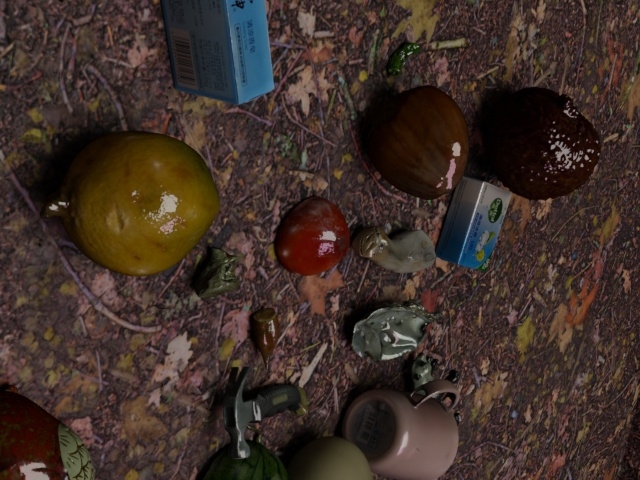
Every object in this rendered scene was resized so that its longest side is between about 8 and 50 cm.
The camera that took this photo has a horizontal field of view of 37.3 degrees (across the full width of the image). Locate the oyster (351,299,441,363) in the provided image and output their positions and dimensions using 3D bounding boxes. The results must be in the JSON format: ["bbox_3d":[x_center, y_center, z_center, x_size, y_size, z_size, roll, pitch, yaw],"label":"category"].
[{"bbox_3d":[0.162,0.178,2.008,0.252,0.087,0.199,-33,139,-28],"label":"oyster"}]

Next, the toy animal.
[{"bbox_3d":[0.254,0.356,2.197,0.121,0.094,0.225,-29,128,-28],"label":"toy animal"}]

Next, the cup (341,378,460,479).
[{"bbox_3d":[0.184,0.392,2.023,0.253,0.191,0.200,-48,141,15],"label":"cup"}]

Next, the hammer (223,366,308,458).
[{"bbox_3d":[-0.102,0.305,1.763,0.226,0.041,0.159,-2,88,-57],"label":"hammer"}]

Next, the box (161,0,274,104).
[{"bbox_3d":[-0.154,-0.325,1.373,0.083,0.142,0.232,-29,126,-40],"label":"box"}]

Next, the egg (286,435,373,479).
[{"bbox_3d":[0.009,0.511,1.886,0.186,0.186,0.242,29,76,-51],"label":"egg"}]

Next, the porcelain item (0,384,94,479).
[{"bbox_3d":[-0.429,0.303,1.297,0.253,0.253,0.253,-23,122,-43],"label":"porcelain item"}]

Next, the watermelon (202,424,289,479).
[{"bbox_3d":[-0.128,0.481,1.765,0.232,0.127,0.204,-59,137,-22],"label":"watermelon"}]

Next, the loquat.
[{"bbox_3d":[-0.270,-0.055,1.310,0.246,0.213,0.213,-5,109,-40],"label":"loquat"}]

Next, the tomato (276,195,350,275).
[{"bbox_3d":[0.000,0.000,1.738,0.159,0.091,0.139,-34,128,-34],"label":"tomato"}]

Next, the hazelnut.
[{"bbox_3d":[0.182,-0.180,1.795,0.186,0.210,0.210,20,90,-12],"label":"hazelnut"}]

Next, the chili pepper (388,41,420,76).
[{"bbox_3d":[0.157,-0.352,1.828,0.091,0.034,0.030,-52,171,-22],"label":"chili pepper"}]

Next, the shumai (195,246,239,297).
[{"bbox_3d":[-0.177,0.050,1.584,0.083,0.082,0.080,33,39,-79],"label":"shumai"}]

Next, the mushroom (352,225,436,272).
[{"bbox_3d":[0.147,0.020,1.932,0.223,0.081,0.092,7,119,-49],"label":"mushroom"}]

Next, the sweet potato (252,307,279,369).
[{"bbox_3d":[-0.099,0.182,1.730,0.049,0.049,0.117,-19,116,-44],"label":"sweet potato"}]

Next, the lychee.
[{"bbox_3d":[0.484,-0.211,2.103,0.260,0.260,0.261,-23,122,-43],"label":"lychee"}]

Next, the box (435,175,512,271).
[{"bbox_3d":[0.345,-0.037,2.144,0.139,0.073,0.194,13,95,-51],"label":"box"}]
